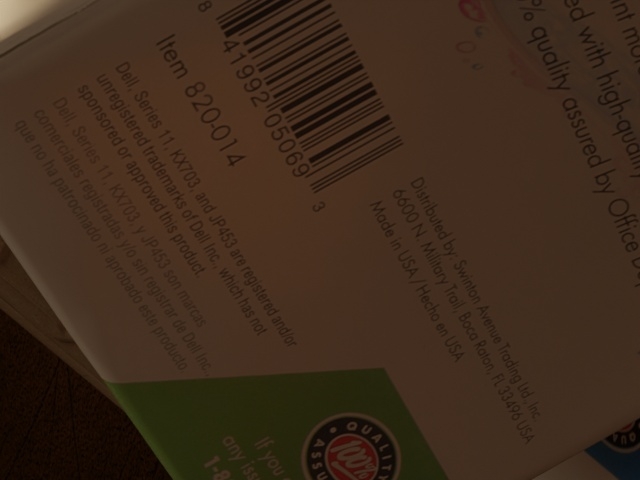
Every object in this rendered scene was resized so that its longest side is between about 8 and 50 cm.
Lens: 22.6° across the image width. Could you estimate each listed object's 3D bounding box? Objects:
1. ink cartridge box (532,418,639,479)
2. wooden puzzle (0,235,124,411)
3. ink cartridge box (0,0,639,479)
[{"bbox_3d":[0.167,0.175,0.571,0.223,0.129,0.308,38,124,52],"label":"ink cartridge box"},{"bbox_3d":[-0.025,0.008,0.773,0.080,0.347,0.322,-58,6,-38],"label":"wooden puzzle"},{"bbox_3d":[0.083,-0.069,0.478,0.207,0.353,0.119,61,-179,-31],"label":"ink cartridge box"}]
